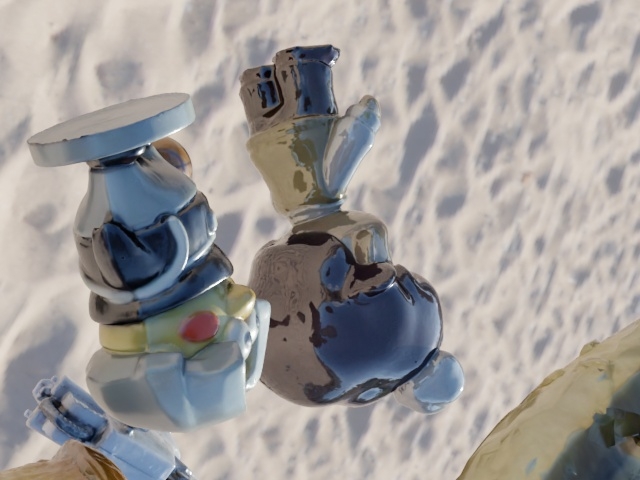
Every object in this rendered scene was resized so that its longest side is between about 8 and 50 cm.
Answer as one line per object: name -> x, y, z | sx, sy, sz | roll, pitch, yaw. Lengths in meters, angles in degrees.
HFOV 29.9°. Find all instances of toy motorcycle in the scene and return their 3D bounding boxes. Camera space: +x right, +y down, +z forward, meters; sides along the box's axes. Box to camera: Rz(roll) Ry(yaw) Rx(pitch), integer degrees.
toy motorcycle -> -0.256, 0.248, 1.489 | 0.260, 0.171, 0.110 | 39, 86, -33

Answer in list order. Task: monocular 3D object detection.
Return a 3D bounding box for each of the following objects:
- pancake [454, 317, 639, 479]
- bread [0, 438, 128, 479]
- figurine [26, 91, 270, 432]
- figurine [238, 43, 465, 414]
pancake -> 0.135, 0.196, 0.377 | 0.386, 0.082, 0.387 | 0, 91, -33
bread -> -0.189, 0.283, 0.767 | 0.172, 0.312, 0.312 | 1, 112, -23
figurine -> -0.117, 0.019, 0.872 | 0.176, 0.133, 0.236 | -60, 137, -70
figurine -> 0.010, -0.003, 1.235 | 0.206, 0.218, 0.365 | 20, 62, -52
